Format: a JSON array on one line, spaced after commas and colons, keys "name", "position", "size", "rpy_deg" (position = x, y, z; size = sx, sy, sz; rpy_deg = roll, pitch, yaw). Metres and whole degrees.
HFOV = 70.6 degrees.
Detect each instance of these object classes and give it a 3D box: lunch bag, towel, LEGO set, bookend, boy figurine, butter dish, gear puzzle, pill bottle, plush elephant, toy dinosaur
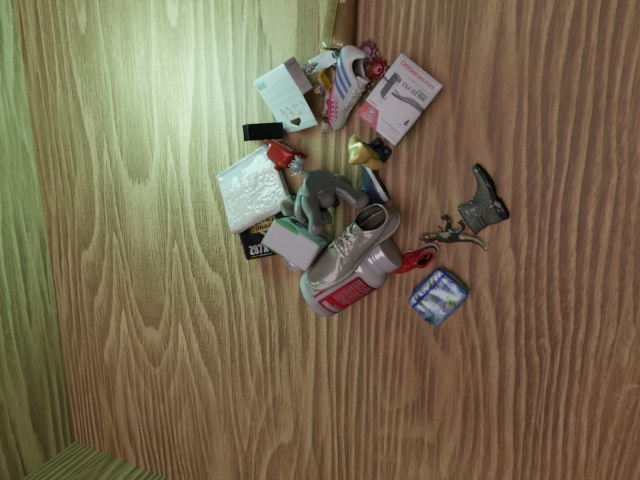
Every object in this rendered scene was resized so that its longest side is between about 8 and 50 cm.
[{"name": "lunch bag", "position": [0.480, 0.227, 1.855], "size": [0.176, 0.090, 0.219], "rpy_deg": [45, 115, 11]}, {"name": "towel", "position": [-0.311, -0.232, 2.053], "size": [0.332, 0.053, 0.317], "rpy_deg": [-26, 74, 24]}, {"name": "LEGO set", "position": [-0.013, -0.589, 1.862], "size": [0.107, 0.132, 0.287], "rpy_deg": [11, 132, 39]}, {"name": "bookend", "position": [-0.256, -0.480, 1.999], "size": [0.157, 0.156, 0.072], "rpy_deg": [-7, 103, -15]}, {"name": "boy figurine", "position": [0.175, -0.343, 1.737], "size": [0.177, 0.285, 0.092], "rpy_deg": [49, 117, 9]}, {"name": "butter dish", "position": [-0.167, -0.356, 1.951], "size": [0.160, 0.160, 0.118], "rpy_deg": [31, 108, 14]}, {"name": "gear puzzle", "position": [0.215, -0.608, 1.784], "size": [0.175, 0.044, 0.339], "rpy_deg": [-34, 88, 27]}, {"name": "pill bottle", "position": [0.129, 0.138, 1.909], "size": [0.407, 0.229, 0.229], "rpy_deg": [-35, 87, 26]}, {"name": "plush elephant", "position": [-0.014, -0.166, 1.846], "size": [0.272, 0.255, 0.330], "rpy_deg": [-38, 79, -13]}, {"name": "toy dinosaur", "position": [0.521, -0.031, 1.775], "size": [0.268, 0.064, 0.118], "rpy_deg": [9, 122, 32]}]

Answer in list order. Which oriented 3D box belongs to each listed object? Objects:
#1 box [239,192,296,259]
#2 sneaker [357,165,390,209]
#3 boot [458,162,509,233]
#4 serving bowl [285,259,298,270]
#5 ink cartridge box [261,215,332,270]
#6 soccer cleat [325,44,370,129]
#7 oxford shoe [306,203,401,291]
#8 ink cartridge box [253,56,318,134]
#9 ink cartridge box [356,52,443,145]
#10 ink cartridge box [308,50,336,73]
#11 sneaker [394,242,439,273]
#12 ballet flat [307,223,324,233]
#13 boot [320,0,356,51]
[{"name": "box", "position": [-0.234, -0.060, 2.108], "size": [0.322, 0.079, 0.257], "rpy_deg": [-11, 100, 26]}, {"name": "sneaker", "position": [0.169, -0.232, 1.877], "size": [0.163, 0.086, 0.226], "rpy_deg": [-25, 93, 25]}, {"name": "boot", "position": [0.590, -0.153, 1.716], "size": [0.161, 0.083, 0.246], "rpy_deg": [-27, 90, 33]}, {"name": "serving bowl", "position": [-0.122, 0.098, 2.124], "size": [0.083, 0.027, 0.083], "rpy_deg": [6, 106, 23]}, {"name": "ink cartridge box", "position": [-0.088, 0.003, 1.866], "size": [0.211, 0.289, 0.121], "rpy_deg": [31, 101, 7]}, {"name": "soccer cleat", "position": [0.110, -0.580, 1.765], "size": [0.143, 0.116, 0.331], "rpy_deg": [24, 127, 25]}, {"name": "oxford shoe", "position": [0.111, 0.016, 1.738], "size": [0.449, 0.130, 0.169], "rpy_deg": [-41, 52, 5]}, {"name": "ink cartridge box", "position": [-0.128, -0.581, 1.851], "size": [0.296, 0.066, 0.261], "rpy_deg": [7, 135, 58]}, {"name": "ink cartridge box", "position": [0.296, -0.523, 1.697], "size": [0.197, 0.114, 0.273], "rpy_deg": [39, 105, 2]}, {"name": "ink cartridge box", "position": [0.015, -0.732, 1.852], "size": [0.115, 0.029, 0.063], "rpy_deg": [-19, 94, 24]}, {"name": "sneaker", "position": [0.370, 0.084, 1.843], "size": [0.221, 0.128, 0.087], "rpy_deg": [-35, 88, 27]}, {"name": "ballet flat", "position": [0.000, 0.000, 2.034], "size": [0.067, 0.073, 0.206], "rpy_deg": [-31, 92, 0]}, {"name": "boot", "position": [0.032, -0.889, 1.761], "size": [0.236, 0.089, 0.269], "rpy_deg": [14, 104, 19]}]
